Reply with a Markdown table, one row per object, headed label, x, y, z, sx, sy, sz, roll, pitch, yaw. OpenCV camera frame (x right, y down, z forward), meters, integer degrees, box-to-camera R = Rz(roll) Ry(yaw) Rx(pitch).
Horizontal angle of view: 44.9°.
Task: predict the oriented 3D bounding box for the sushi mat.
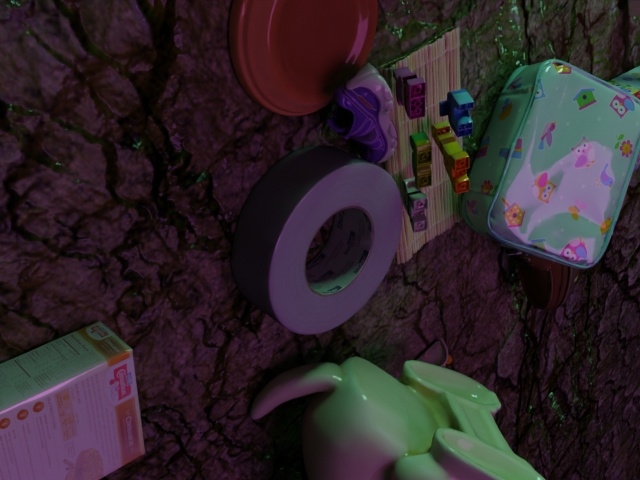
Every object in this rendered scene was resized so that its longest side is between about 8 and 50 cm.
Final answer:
| label | x | y | z | sx | sy | sz | roll | pitch | yaw |
| --- | --- | --- | --- | --- | --- | --- | --- | --- | --- |
| sushi mat | 0.144 | -0.119 | 1.054 | 0.151 | 0.019 | 0.317 | -36 | 135 | -29 |

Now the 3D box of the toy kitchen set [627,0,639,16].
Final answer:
| label | x | y | z | sx | sy | sz | roll | pitch | yaw |
| --- | --- | --- | --- | --- | --- | --- | --- | --- | --- |
| toy kitchen set | 0.575 | -0.492 | 1.247 | 0.207 | 0.122 | 0.166 | -64 | 146 | -29 |

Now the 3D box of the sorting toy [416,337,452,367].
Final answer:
| label | x | y | z | sx | sy | sz | roll | pitch | yaw |
| --- | --- | --- | --- | --- | --- | --- | --- | --- | --- |
| sorting toy | 0.182 | 0.216 | 1.294 | 0.083 | 0.045 | 0.075 | -38 | 155 | -26 |

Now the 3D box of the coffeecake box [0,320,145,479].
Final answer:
| label | x | y | z | sx | sy | sz | roll | pitch | yaw |
| --- | --- | --- | --- | --- | --- | --- | --- | --- | --- |
| coffeecake box | -0.271 | 0.183 | 0.747 | 0.185 | 0.068 | 0.142 | -24 | 129 | -37 |

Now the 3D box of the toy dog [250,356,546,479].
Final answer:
| label | x | y | z | sx | sy | sz | roll | pitch | yaw |
| --- | --- | --- | --- | --- | --- | --- | --- | --- | --- |
| toy dog | 0.055 | 0.389 | 1.054 | 0.395 | 0.284 | 0.408 | 20 | 105 | -22 |

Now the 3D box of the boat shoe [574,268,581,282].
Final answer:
| label | x | y | z | sx | sy | sz | roll | pitch | yaw |
| --- | --- | --- | --- | --- | --- | --- | --- | --- | --- |
| boat shoe | 0.473 | 0.036 | 1.479 | 0.178 | 0.064 | 0.060 | -27 | 126 | -43 |

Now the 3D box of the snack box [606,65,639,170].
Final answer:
| label | x | y | z | sx | sy | sz | roll | pitch | yaw |
| --- | --- | --- | --- | --- | --- | --- | --- | --- | --- |
| snack box | 0.556 | -0.211 | 1.407 | 0.207 | 0.070 | 0.175 | -25 | 130 | -34 |

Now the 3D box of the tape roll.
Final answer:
| label | x | y | z | sx | sy | sz | roll | pitch | yaw |
| --- | --- | --- | --- | --- | --- | --- | --- | --- | --- |
| tape roll | 0.000 | 0.000 | 0.928 | 0.219 | 0.072 | 0.219 | -25 | 129 | -36 |

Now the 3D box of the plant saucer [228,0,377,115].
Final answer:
| label | x | y | z | sx | sy | sz | roll | pitch | yaw |
| --- | --- | --- | --- | --- | --- | --- | --- | --- | --- |
| plant saucer | -0.006 | -0.224 | 0.810 | 0.200 | 0.037 | 0.200 | -26 | 129 | -36 |

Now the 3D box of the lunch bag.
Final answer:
| label | x | y | z | sx | sy | sz | roll | pitch | yaw |
| --- | --- | --- | --- | --- | --- | --- | --- | --- | --- |
| lunch bag | 0.344 | -0.102 | 1.132 | 0.224 | 0.108 | 0.279 | 19 | 92 | -19 |

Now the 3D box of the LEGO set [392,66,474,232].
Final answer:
| label | x | y | z | sx | sy | sz | roll | pitch | yaw |
| --- | --- | --- | --- | --- | --- | --- | --- | --- | --- |
| LEGO set | 0.140 | -0.130 | 0.971 | 0.087 | 0.093 | 0.227 | -12 | 134 | -5 |

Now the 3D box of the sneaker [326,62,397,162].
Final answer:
| label | x | y | z | sx | sy | sz | roll | pitch | yaw |
| --- | --- | --- | --- | --- | --- | --- | --- | --- | --- |
| sneaker | 0.042 | -0.138 | 0.885 | 0.071 | 0.068 | 0.170 | -28 | 156 | -3 |

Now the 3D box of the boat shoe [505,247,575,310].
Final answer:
| label | x | y | z | sx | sy | sz | roll | pitch | yaw |
| --- | --- | --- | --- | --- | --- | --- | --- | --- | --- |
| boat shoe | 0.348 | -0.006 | 1.288 | 0.104 | 0.110 | 0.307 | -27 | 120 | -28 |
